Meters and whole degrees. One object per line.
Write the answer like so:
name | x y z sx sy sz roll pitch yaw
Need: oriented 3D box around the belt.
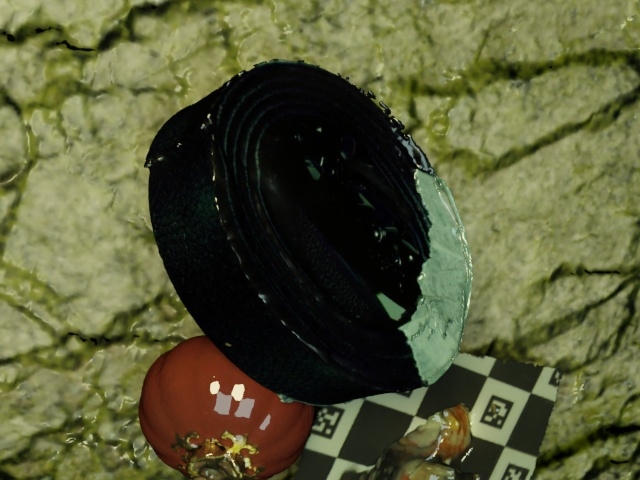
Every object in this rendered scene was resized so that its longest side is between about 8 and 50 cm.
belt | 0.000 0.000 0.554 0.198 0.078 0.151 53 52 -13

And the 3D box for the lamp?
lamp | -0.054 0.098 0.589 0.101 0.090 0.101 5 137 4

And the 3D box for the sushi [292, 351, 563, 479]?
sushi | 0.050 0.163 0.673 0.193 0.040 0.210 13 99 -29
